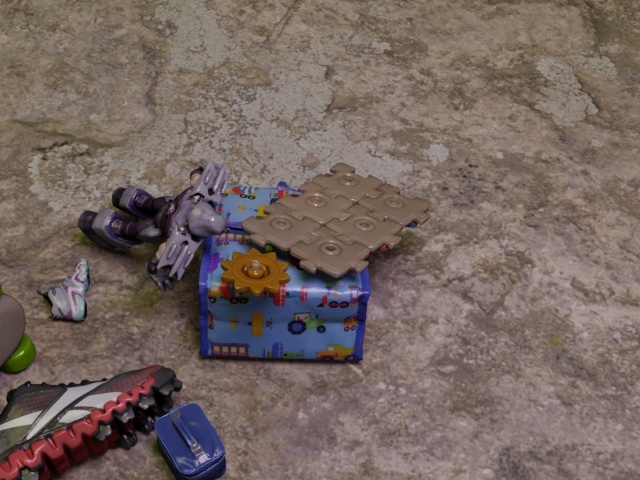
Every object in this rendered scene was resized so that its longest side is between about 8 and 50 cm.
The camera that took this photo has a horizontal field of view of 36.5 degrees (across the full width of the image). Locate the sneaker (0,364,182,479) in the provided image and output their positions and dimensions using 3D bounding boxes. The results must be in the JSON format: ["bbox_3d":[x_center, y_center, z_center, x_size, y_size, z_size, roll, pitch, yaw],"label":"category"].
[{"bbox_3d":[-0.309,0.214,1.195,0.276,0.097,0.135,-29,62,-23],"label":"sneaker"}]

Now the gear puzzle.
[{"bbox_3d":[0.000,0.000,1.276,0.175,0.044,0.339,27,38,24],"label":"gear puzzle"}]

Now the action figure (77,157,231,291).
[{"bbox_3d":[-0.203,-0.028,1.308,0.285,0.099,0.185,6,56,49],"label":"action figure"}]

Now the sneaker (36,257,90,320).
[{"bbox_3d":[-0.357,0.066,1.344,0.069,0.038,0.098,0,52,-6],"label":"sneaker"}]

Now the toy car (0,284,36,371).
[{"bbox_3d":[-0.488,0.111,1.240,0.188,0.155,0.149,17,52,24],"label":"toy car"}]

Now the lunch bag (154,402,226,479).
[{"bbox_3d":[-0.161,0.250,1.201,0.067,0.065,0.098,-27,59,-23],"label":"lunch bag"}]

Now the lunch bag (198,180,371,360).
[{"bbox_3d":[-0.050,0.019,1.371,0.221,0.138,0.293,2,40,-3],"label":"lunch bag"}]
